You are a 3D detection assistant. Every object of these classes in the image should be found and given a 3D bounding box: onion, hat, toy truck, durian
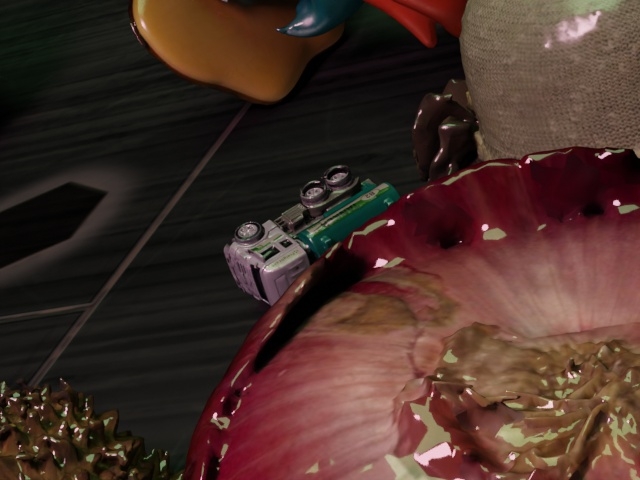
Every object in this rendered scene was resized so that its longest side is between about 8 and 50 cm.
[{"bbox_3d":[0.081,0.082,0.523,0.248,0.161,0.248,-21,35,16],"label":"onion"},{"bbox_3d":[0.138,-0.080,0.822,0.257,0.130,0.257,-20,25,10],"label":"hat"},{"bbox_3d":[0.000,0.000,0.897,0.083,0.039,0.044,-32,40,-18],"label":"toy truck"},{"bbox_3d":[-0.126,0.107,0.738,0.148,0.091,0.188,-35,25,-22],"label":"durian"}]

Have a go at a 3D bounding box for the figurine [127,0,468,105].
[{"bbox_3d":[0.026,-0.194,1.049,0.181,0.208,0.257,6,-27,-35],"label":"figurine"}]
